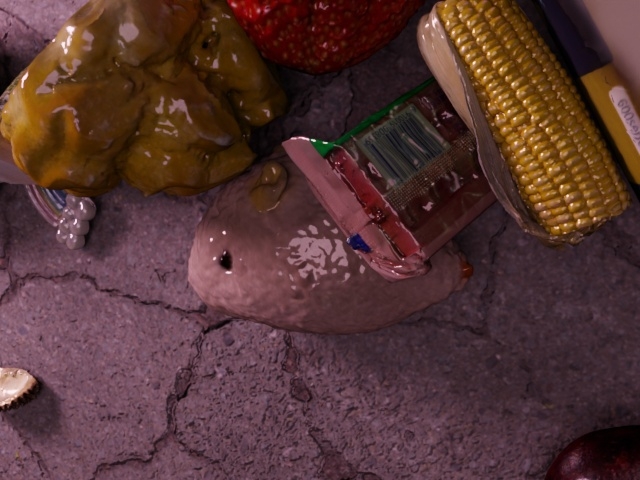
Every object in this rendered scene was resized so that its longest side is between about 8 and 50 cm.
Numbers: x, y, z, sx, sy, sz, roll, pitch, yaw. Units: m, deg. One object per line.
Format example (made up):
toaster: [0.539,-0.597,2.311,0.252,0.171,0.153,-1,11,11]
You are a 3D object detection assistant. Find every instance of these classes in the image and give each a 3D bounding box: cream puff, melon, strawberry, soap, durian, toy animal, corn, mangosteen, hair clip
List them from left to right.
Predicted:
durian: [-0.485,0.228,1.311,0.130,0.052,0.066,-1,98,16]
melon: [-0.392,-0.148,1.139,0.093,0.139,0.203,24,104,2]
hair clip: [-0.347,-0.108,1.214,0.140,0.054,0.220,34,112,6]
cream puff: [-0.193,-0.158,1.025,0.257,0.324,0.291,38,133,-10]
strawberry: [-0.011,-0.325,0.932,0.250,0.238,0.289,30,115,46]
toy animal: [0.007,0.000,1.062,0.358,0.188,0.227,3,101,8]
soap: [0.123,-0.091,0.972,0.218,0.273,0.098,53,146,-1]
corn: [0.214,-0.129,0.916,0.122,0.123,0.305,-31,92,19]
mangosteen: [0.368,0.334,0.991,0.235,0.261,0.236,3,102,17]

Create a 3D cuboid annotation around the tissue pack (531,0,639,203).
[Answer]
tissue pack: [0.410,-0.173,0.887,0.264,0.253,0.417,-28,91,18]
